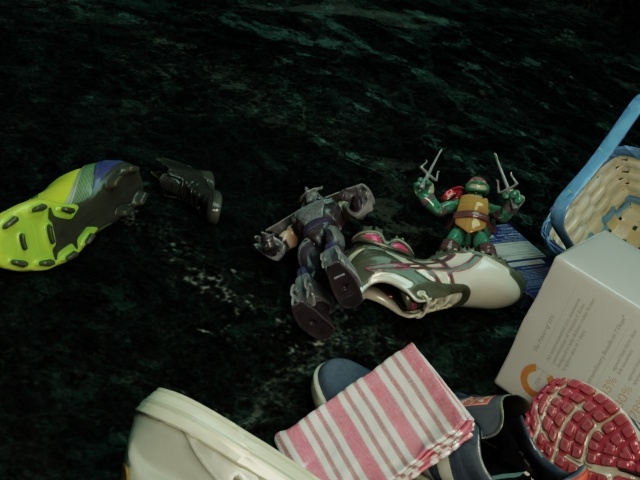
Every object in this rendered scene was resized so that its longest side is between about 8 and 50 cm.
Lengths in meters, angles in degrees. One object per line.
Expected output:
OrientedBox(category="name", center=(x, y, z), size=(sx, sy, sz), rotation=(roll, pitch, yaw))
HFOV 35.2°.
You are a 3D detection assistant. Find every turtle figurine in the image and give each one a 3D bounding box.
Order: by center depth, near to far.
OrientedBox(category="turtle figurine", center=(0.239, -0.040, 1.596), size=(0.175, 0.118, 0.234), rotation=(-4, 55, 22))

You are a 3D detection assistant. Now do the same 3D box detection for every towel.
OrientedBox(category="towel", center=(0.053, 0.207, 1.088), size=(0.197, 0.029, 0.144), rotation=(-34, 42, -4))

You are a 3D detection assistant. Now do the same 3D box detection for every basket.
OrientedBox(category="basket", center=(0.468, -0.055, 1.567), size=(0.201, 0.254, 0.289), rotation=(30, -15, 44))

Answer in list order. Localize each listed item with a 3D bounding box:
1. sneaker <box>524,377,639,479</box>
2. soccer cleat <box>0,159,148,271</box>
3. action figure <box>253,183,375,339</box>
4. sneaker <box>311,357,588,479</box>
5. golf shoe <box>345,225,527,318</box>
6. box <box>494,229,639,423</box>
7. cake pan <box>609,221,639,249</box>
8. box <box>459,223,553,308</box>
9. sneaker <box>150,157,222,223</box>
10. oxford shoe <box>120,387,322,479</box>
OrientedBox(category="sneaker", center=(0.370, 0.280, 1.204), size=(0.299, 0.121, 0.112), rotation=(40, 6, 35))
OrientedBox(category="soccer cleat", center=(-0.353, -0.031, 1.349), size=(0.121, 0.093, 0.289), rotation=(-1, 22, 32))
OrientedBox(category="action figure", center=(0.000, 0.000, 1.408), size=(0.099, 0.185, 0.285), rotation=(45, 19, -30))
OrientedBox(category="sneaker", center=(0.146, 0.208, 1.136), size=(0.350, 0.148, 0.131), rotation=(32, 31, 24))
OrientedBox(category="golf shoe", center=(0.162, 0.071, 1.461), size=(0.273, 0.105, 0.120), rotation=(11, 44, -2))
OrientedBox(category="box", center=(0.438, 0.175, 1.299), size=(0.345, 0.215, 0.168), rotation=(35, 32, 26))
OrientedBox(category="cake pan", center=(0.615, 0.066, 1.761), size=(0.293, 0.054, 0.293), rotation=(14, 29, -8))
OrientedBox(category="box", center=(0.327, 0.049, 1.636), size=(0.136, 0.036, 0.225), rotation=(-5, 35, -36))
OrientedBox(category="sneaker", center=(-0.204, -0.077, 1.531), size=(0.089, 0.051, 0.170), rotation=(8, 26, -18))
OrientedBox(category="oxford shoe", center=(0.002, 0.299, 0.930), size=(0.449, 0.169, 0.130), rotation=(30, 71, 5))
